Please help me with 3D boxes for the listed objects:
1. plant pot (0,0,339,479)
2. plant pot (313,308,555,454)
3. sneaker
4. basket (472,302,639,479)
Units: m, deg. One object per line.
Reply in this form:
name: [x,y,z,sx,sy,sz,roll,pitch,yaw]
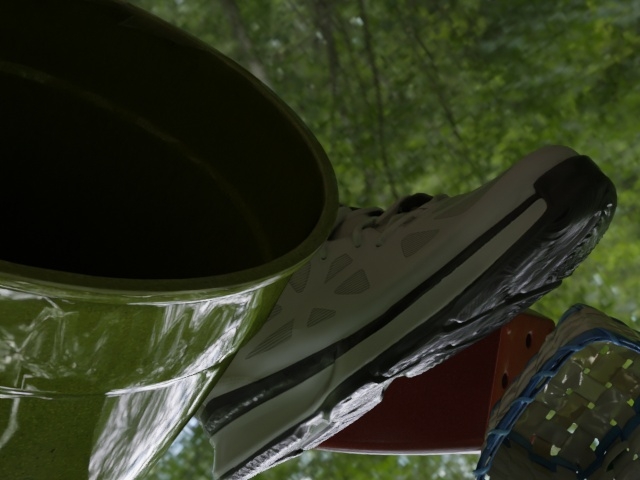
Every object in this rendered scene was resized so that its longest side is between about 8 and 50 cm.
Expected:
plant pot: [-0.225,0.055,0.657,0.366,0.367,0.353,-106,-144,-57]
plant pot: [0.170,0.175,1.463,0.236,0.267,0.267,7,-95,34]
sneaker: [-0.001,0.000,0.842,0.169,0.257,0.447,-14,160,-48]
basket: [0.275,0.203,1.036,0.254,0.201,0.289,-57,-177,22]
